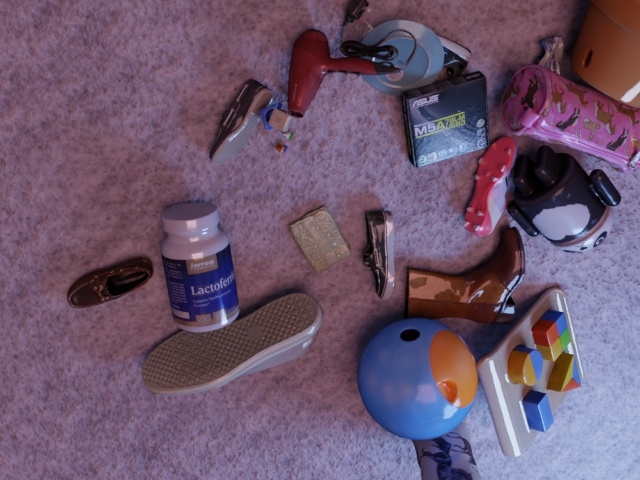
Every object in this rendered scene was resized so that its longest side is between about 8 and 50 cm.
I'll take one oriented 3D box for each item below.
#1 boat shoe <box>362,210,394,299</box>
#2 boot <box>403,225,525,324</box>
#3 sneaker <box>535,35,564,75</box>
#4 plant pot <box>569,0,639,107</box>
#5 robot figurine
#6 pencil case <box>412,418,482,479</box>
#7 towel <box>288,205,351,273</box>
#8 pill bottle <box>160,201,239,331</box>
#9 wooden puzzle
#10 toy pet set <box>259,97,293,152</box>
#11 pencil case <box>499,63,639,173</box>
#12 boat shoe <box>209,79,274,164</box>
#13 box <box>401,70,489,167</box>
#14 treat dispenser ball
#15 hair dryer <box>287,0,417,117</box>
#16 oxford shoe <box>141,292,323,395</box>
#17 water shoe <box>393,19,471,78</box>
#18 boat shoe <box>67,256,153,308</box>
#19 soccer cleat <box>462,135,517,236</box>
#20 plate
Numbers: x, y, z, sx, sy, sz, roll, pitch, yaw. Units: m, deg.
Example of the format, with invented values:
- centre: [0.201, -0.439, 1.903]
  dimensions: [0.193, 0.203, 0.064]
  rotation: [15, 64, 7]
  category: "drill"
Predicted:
- centre: [0.134, 0.037, 1.902]
  dimensions: [0.070, 0.078, 0.219]
  rotation: [-5, 103, -12]
  category: "boat shoe"
- centre: [0.350, 0.083, 1.978]
  dimensions: [0.280, 0.096, 0.264]
  rotation: [4, 117, -6]
  category: "boot"
- centre: [0.522, -0.403, 1.836]
  dimensions: [0.058, 0.052, 0.135]
  rotation: [1, 118, 9]
  category: "sneaker"
- centre: [0.688, -0.428, 1.752]
  dimensions: [0.291, 0.291, 0.203]
  rotation: [16, 123, -18]
  category: "plant pot"
- centre: [0.570, -0.092, 1.892]
  dimensions: [0.278, 0.209, 0.173]
  rotation: [44, 83, -23]
  category: "robot figurine"
- centre: [0.310, 0.564, 1.958]
  dimensions: [0.160, 0.410, 0.183]
  rotation: [-10, 117, 3]
  category: "pencil case"
- centre: [0.000, 0.000, 1.881]
  dimensions: [0.110, 0.027, 0.148]
  rotation: [-30, 114, 1]
  category: "towel"
- centre: [-0.271, 0.056, 1.773]
  dimensions: [0.153, 0.153, 0.264]
  rotation: [-10, 112, -9]
  category: "pill bottle"
- centre: [0.561, 0.339, 2.033]
  dimensions: [0.348, 0.080, 0.322]
  rotation: [-35, 118, -31]
  category: "wooden puzzle"
- centre: [-0.092, -0.259, 1.735]
  dimensions: [0.065, 0.114, 0.122]
  rotation: [27, 102, 8]
  category: "toy pet set"
- centre: [0.584, -0.270, 1.801]
  dimensions: [0.386, 0.167, 0.160]
  rotation: [14, 102, -28]
  category: "pencil case"
- centre: [-0.183, -0.257, 1.736]
  dimensions: [0.065, 0.075, 0.206]
  rotation: [44, 106, 20]
  category: "boat shoe"
- centre: [0.286, -0.272, 1.810]
  dimensions: [0.191, 0.045, 0.184]
  rotation: [-16, 130, -6]
  category: "box"
- centre: [0.232, 0.330, 1.916]
  dimensions: [0.288, 0.288, 0.288]
  rotation: [-4, 111, -11]
  category: "treat dispenser ball"
- centre: [0.032, -0.371, 1.650]
  dimensions: [0.293, 0.223, 0.080]
  rotation: [-43, 145, 8]
  category: "hair dryer"
- centre: [-0.198, 0.260, 1.879]
  dimensions: [0.449, 0.169, 0.130]
  rotation: [-22, 149, -2]
  category: "oxford shoe"
- centre: [0.236, -0.416, 1.750]
  dimensions: [0.203, 0.073, 0.080]
  rotation: [19, 108, -18]
  category: "water shoe"
- centre: [-0.473, 0.098, 1.789]
  dimensions: [0.207, 0.073, 0.073]
  rotation: [-26, 115, 0]
  category: "boat shoe"
- centre: [0.415, -0.127, 1.908]
  dimensions: [0.095, 0.083, 0.248]
  rotation: [5, 107, -46]
  category: "soccer cleat"
- centre: [0.173, -0.388, 1.728]
  dimensions: [0.188, 0.024, 0.188]
  rotation: [2, 134, 2]
  category: "plate"
